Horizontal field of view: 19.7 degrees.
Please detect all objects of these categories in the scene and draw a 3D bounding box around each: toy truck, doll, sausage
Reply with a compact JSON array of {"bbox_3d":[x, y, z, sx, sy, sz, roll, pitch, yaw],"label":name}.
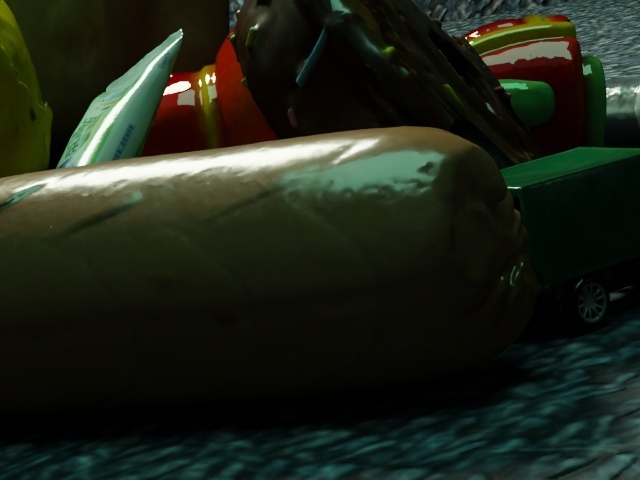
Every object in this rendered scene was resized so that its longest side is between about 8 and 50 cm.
[{"bbox_3d":[0.138,-0.004,0.925,0.147,0.079,0.065,-15,11,-35],"label":"toy truck"},{"bbox_3d":[0.008,-0.087,1.253,0.363,0.160,0.182,-10,8,-1],"label":"doll"},{"bbox_3d":[-0.053,0.018,0.859,0.304,0.121,0.121,-7,11,20],"label":"sausage"}]

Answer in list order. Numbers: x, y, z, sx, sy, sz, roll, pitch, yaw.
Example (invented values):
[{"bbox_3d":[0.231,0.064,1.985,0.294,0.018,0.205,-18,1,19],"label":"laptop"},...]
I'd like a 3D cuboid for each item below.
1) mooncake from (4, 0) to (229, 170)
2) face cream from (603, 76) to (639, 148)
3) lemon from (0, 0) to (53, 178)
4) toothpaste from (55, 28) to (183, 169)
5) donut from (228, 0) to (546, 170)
[{"bbox_3d":[-0.248,-0.150,1.444,0.378,0.201,0.378,4,-5,0],"label":"mooncake"},{"bbox_3d":[0.302,-0.096,1.281,0.291,0.071,0.144,-3,11,30],"label":"face cream"},{"bbox_3d":[-0.304,-0.066,1.115,0.297,0.297,0.297,-9,10,2],"label":"lemon"},{"bbox_3d":[-0.140,-0.026,1.080,0.075,0.048,0.297,-33,25,33],"label":"toothpaste"},{"bbox_3d":[0.044,-0.067,1.030,0.096,0.216,0.230,-38,-35,15],"label":"donut"}]
